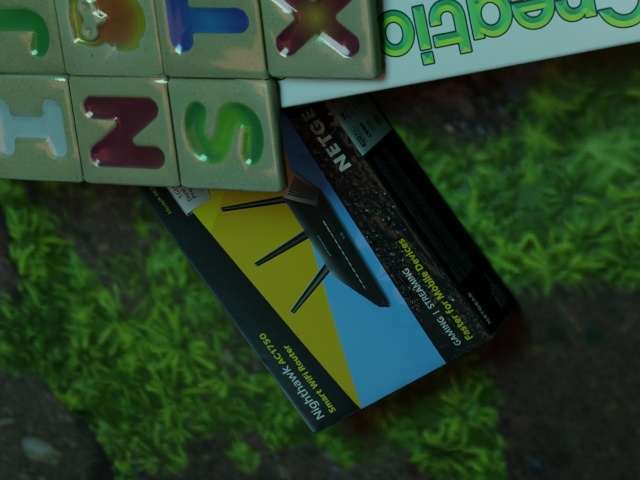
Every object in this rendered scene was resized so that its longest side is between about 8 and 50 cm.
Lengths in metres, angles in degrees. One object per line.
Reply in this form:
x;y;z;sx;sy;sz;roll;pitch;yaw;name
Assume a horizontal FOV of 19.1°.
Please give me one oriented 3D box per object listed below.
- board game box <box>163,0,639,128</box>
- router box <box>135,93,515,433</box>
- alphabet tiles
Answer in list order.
0.046;-0.170;0.883;0.305;0.053;0.193;-9;95;30;board game box
0.000;0.000;1.023;0.133;0.046;0.179;-32;96;34;router box
-0.135;-0.163;0.922;0.343;0.011;0.285;4;112;26;alphabet tiles
